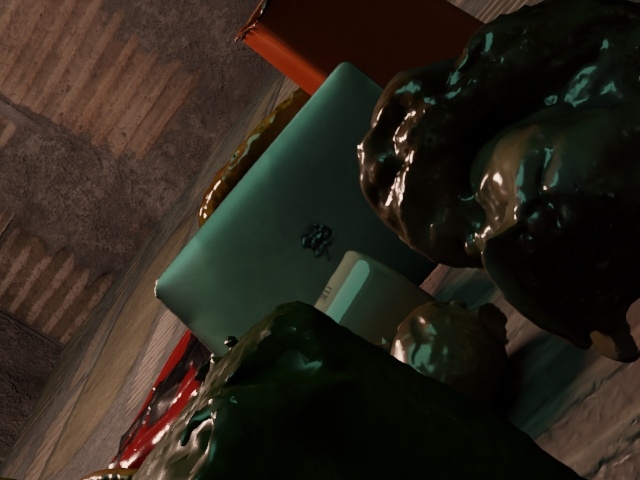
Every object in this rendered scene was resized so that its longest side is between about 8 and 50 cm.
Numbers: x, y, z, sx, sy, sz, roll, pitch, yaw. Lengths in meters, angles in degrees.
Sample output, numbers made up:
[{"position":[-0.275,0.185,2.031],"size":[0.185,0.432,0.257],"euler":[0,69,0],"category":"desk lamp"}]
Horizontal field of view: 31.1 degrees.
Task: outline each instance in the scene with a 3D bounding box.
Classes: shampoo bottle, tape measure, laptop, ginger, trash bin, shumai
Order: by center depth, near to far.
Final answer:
[{"position":[0.150,-0.021,0.630],"size":[0.184,0.218,0.185],"euler":[-48,53,47],"category":"shumai"},{"position":[0.043,0.112,0.763],"size":[0.204,0.080,0.104],"euler":[-40,26,46],"category":"ginger"},{"position":[-0.010,0.138,0.887],"size":[0.262,0.085,0.085],"euler":[-58,13,-5],"category":"shampoo bottle"},{"position":[0.000,0.000,0.976],"size":[0.269,0.187,0.015],"euler":[-49,-23,3],"category":"laptop"},{"position":[0.044,-0.167,1.085],"size":[0.184,0.238,0.161],"euler":[-60,13,-3],"category":"trash bin"},{"position":[-0.094,0.148,1.108],"size":[0.253,0.114,0.260],"euler":[-42,19,45],"category":"tape measure"}]

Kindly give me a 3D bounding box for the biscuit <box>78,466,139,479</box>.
[{"position":[-0.182,0.305,1.060],"size":[0.031,0.176,0.229],"euler":[-34,-51,-54],"category":"biscuit"}]

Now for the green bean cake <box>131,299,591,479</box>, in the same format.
[{"position":[-0.039,0.228,0.534],"size":[0.335,0.218,0.319],"euler":[-58,3,-34],"category":"green bean cake"}]

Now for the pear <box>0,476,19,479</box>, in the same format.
[{"position":[-0.279,0.340,0.939],"size":[0.294,0.294,0.294],"euler":[-52,13,18],"category":"pear"}]

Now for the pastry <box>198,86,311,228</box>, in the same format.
[{"position":[-0.027,-0.064,1.249],"size":[0.240,0.132,0.235],"euler":[-43,0,9],"category":"pastry"}]
